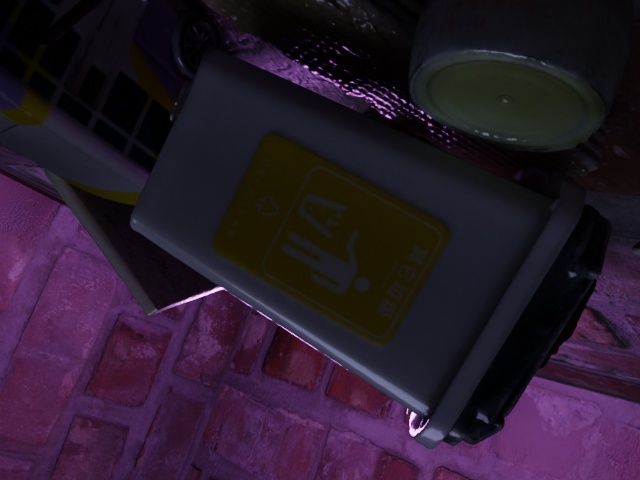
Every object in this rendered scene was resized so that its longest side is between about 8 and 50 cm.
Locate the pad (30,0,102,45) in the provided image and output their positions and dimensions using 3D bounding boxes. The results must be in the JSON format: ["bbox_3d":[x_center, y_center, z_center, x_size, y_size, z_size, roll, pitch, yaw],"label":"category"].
[{"bbox_3d":[-0.164,-0.223,0.553,0.113,0.188,0.006,28,159,55],"label":"pad"}]

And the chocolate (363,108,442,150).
[{"bbox_3d":[0.079,-0.101,0.899,0.112,0.111,0.321,16,168,-17],"label":"chocolate"}]

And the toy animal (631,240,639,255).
[{"bbox_3d":[0.413,-0.028,0.632,0.141,0.138,0.282,26,175,11],"label":"toy animal"}]

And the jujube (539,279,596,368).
[{"bbox_3d":[0.228,0.068,1.032,0.377,0.258,0.258,10,164,23],"label":"jujube"}]

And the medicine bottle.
[{"bbox_3d":[0.147,-0.157,0.471,0.147,0.143,0.147,17,168,4],"label":"medicine bottle"}]

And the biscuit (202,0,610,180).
[{"bbox_3d":[0.088,-0.175,0.631,0.426,0.078,0.144,25,166,-23],"label":"biscuit"}]

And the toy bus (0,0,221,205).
[{"bbox_3d":[-0.306,-0.215,0.692,0.209,0.249,0.440,13,165,29],"label":"toy bus"}]

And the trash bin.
[{"bbox_3d":[0.041,-0.014,0.636,0.368,0.255,0.296,28,-167,3],"label":"trash bin"}]

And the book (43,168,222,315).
[{"bbox_3d":[-0.227,-0.027,1.044,0.264,0.031,0.379,52,-158,7],"label":"book"}]
